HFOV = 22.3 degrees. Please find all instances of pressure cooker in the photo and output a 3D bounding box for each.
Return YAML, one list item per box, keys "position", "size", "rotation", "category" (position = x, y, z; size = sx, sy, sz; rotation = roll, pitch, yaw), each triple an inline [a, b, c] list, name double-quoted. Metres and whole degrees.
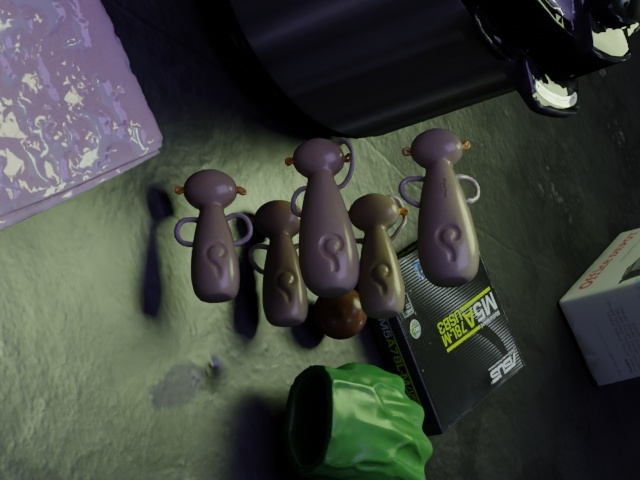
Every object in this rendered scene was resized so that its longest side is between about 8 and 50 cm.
- position: [0.134, -0.310, 1.593]
  size: [0.370, 0.420, 0.375]
  rotation: [53, 42, -23]
  category: "pressure cooker"

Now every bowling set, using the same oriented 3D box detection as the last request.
- position: [0.000, 0.000, 1.560]
  size: [0.287, 0.200, 0.154]
  rotation: [-2, 69, -8]
  category: "bowling set"

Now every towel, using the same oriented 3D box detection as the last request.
- position: [-0.290, -0.175, 1.325]
  size: [0.317, 0.053, 0.332]
  rotation: [-34, 105, -51]
  category: "towel"

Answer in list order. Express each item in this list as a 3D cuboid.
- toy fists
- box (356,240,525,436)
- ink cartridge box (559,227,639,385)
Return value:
- position: [0.033, 0.255, 1.538]
  size: [0.142, 0.096, 0.279]
  rotation: [17, 66, -36]
  category: "toy fists"
- position: [0.132, 0.091, 1.752]
  size: [0.190, 0.045, 0.184]
  rotation: [-29, 98, -50]
  category: "box"
- position: [0.479, 0.049, 1.979]
  size: [0.226, 0.306, 0.131]
  rotation: [-38, 107, -50]
  category: "ink cartridge box"
